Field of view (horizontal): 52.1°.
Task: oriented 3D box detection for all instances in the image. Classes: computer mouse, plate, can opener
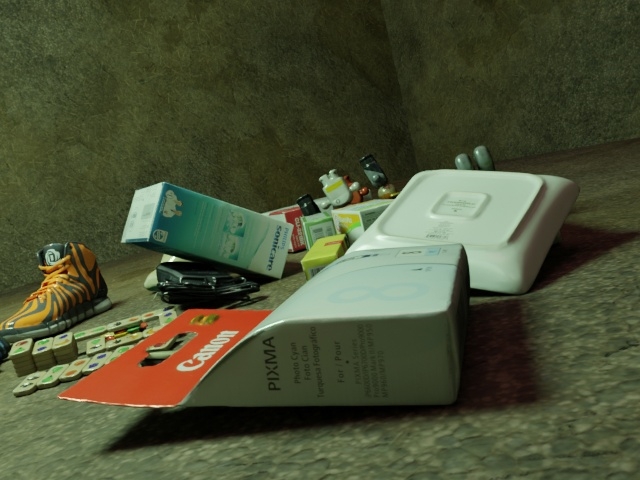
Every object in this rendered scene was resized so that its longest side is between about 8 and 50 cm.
[{"bbox_3d":[-0.246,0.093,1.261,0.189,0.072,0.272,2,6,-26],"label":"computer mouse"},{"bbox_3d":[0.205,-0.035,0.961,0.277,0.045,0.278,8,38,34],"label":"plate"},{"bbox_3d":[0.339,-0.109,1.357,0.076,0.095,0.283,-23,-16,14],"label":"can opener"}]

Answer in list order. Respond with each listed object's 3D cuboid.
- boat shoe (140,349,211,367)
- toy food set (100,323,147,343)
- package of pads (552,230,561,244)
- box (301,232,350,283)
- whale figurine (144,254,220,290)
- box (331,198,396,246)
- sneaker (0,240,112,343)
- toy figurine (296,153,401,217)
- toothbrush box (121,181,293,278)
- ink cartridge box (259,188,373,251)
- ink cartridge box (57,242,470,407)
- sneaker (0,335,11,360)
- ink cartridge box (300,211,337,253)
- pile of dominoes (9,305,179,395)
[{"bbox_3d":[-0.149,0.149,0.764,0.133,0.042,0.049,-3,-4,18],"label":"boat shoe"},{"bbox_3d":[-0.337,0.160,1.122,0.083,0.020,0.083,-15,7,-11],"label":"toy food set"},{"bbox_3d":[0.268,-0.034,1.161,0.229,0.101,0.296,-14,7,-2],"label":"package of pads"},{"bbox_3d":[0.018,0.047,1.074,0.058,0.087,0.232,-12,6,9],"label":"box"},{"bbox_3d":[-0.315,0.050,1.653,0.216,0.141,0.272,-8,33,42],"label":"whale figurine"},{"bbox_3d":[0.111,-0.028,1.411,0.114,0.103,0.203,-15,7,-14],"label":"box"},{"bbox_3d":[-0.588,0.103,1.407,0.125,0.180,0.321,-12,7,16],"label":"sneaker"},{"bbox_3d":[0.071,-0.095,1.627,0.213,0.148,0.209,-27,-7,-37],"label":"toy figurine"},{"bbox_3d":[-0.240,-0.015,1.387,0.296,0.126,0.216,17,-9,-30],"label":"toothbrush box"},{"bbox_3d":[-0.006,-0.056,1.826,0.273,0.114,0.197,-17,7,-24],"label":"ink cartridge box"},{"bbox_3d":[-0.037,0.079,0.716,0.385,0.091,0.308,-3,10,15],"label":"ink cartridge box"},{"bbox_3d":[-0.588,0.196,1.163,0.152,0.058,0.085,-16,12,43],"label":"sneaker"},{"bbox_3d":[0.000,0.000,1.387,0.062,0.108,0.209,-14,6,-3],"label":"ink cartridge box"},{"bbox_3d":[-0.345,0.152,1.018,0.251,0.040,0.196,-16,15,-15],"label":"pile of dominoes"}]
